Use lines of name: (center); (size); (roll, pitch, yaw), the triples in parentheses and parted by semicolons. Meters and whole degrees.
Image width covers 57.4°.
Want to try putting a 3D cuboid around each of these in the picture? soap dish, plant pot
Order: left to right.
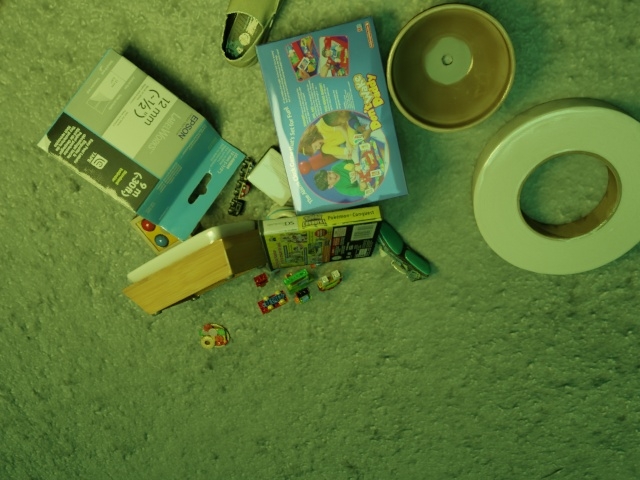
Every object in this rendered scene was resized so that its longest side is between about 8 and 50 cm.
soap dish: (-0.277, 0.063, 1.365); (0.290, 0.229, 0.118); (-26, 88, 21)
plant pot: (0.249, -0.338, 1.133); (0.237, 0.110, 0.238); (4, 118, 7)

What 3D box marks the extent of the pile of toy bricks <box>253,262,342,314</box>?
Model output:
pile of toy bricks: (-0.061, 0.107, 1.436); (0.212, 0.118, 0.105); (-25, 160, -10)

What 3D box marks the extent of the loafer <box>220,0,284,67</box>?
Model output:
loafer: (-0.127, -0.456, 1.133); (0.101, 0.092, 0.269); (19, 120, -2)

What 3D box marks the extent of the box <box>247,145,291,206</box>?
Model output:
box: (-0.096, -0.143, 1.287); (0.102, 0.101, 0.087); (38, 97, -12)

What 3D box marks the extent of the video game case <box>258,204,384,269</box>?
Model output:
video game case: (0.000, 0.000, 1.273); (0.248, 0.035, 0.275); (-8, 163, -3)

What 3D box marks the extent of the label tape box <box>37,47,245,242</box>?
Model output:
label tape box: (-0.365, -0.192, 1.241); (0.347, 0.115, 0.249); (36, 84, -9)

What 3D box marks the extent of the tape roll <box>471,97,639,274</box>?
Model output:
tape roll: (0.522, -0.105, 1.246); (0.391, 0.072, 0.392); (4, 119, 7)

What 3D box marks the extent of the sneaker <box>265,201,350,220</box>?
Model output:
sneaker: (-0.014, -0.031, 1.354); (0.228, 0.092, 0.088); (5, 118, 4)

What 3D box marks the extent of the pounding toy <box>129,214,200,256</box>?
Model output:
pounding toy: (-0.369, -0.049, 1.392); (0.141, 0.100, 0.130); (-28, 112, 21)

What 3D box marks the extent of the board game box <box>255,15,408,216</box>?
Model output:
board game box: (0.027, -0.239, 1.171); (0.233, 0.078, 0.348); (-12, 101, 6)

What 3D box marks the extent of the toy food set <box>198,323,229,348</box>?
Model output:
toy food set: (-0.291, 0.262, 1.600); (0.083, 0.020, 0.083); (1, 119, 8)

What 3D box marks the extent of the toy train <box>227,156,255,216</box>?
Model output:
toy train: (-0.181, -0.123, 1.365); (0.036, 0.027, 0.158); (18, 120, -6)

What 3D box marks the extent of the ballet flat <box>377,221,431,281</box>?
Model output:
ballet flat: (0.178, 0.032, 1.381); (0.188, 0.070, 0.070); (44, 116, -12)
